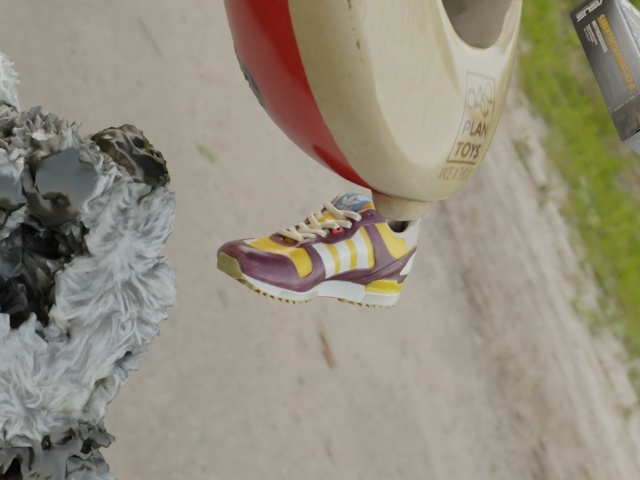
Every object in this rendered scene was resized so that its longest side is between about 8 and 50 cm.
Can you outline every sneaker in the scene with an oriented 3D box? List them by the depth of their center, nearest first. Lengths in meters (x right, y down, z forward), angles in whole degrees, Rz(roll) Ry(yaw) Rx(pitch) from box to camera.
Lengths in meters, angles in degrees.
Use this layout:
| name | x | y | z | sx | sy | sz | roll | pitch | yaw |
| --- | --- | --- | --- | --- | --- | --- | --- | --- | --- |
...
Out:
| name | x | y | z | sx | sy | sz | roll | pitch | yaw |
| --- | --- | --- | --- | --- | --- | --- | --- | --- | --- |
| sneaker | 0.000 | 0.000 | 1.169 | 0.069 | 0.084 | 0.185 | 30 | 16 | 39 |

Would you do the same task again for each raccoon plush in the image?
| name | x | y | z | sx | sy | sz | roll | pitch | yaw |
| --- | --- | --- | --- | --- | --- | --- | --- | --- | --- |
| raccoon plush | -0.272 | 0.052 | 1.027 | 0.216 | 0.446 | 0.299 | 1 | 17 | -40 |

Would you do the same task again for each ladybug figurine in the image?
| name | x | y | z | sx | sy | sz | roll | pitch | yaw |
| --- | --- | --- | --- | --- | --- | --- | --- | --- | --- |
| ladybug figurine | 0.031 | -0.238 | 1.032 | 0.305 | 0.162 | 0.449 | 0 | 90 | -65 |

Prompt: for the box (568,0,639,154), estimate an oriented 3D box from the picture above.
| name | x | y | z | sx | sy | sz | roll | pitch | yaw |
| --- | --- | --- | --- | --- | --- | --- | --- | --- | --- |
| box | 0.362 | -0.137 | 1.603 | 0.231 | 0.056 | 0.183 | 29 | 35 | -42 |
